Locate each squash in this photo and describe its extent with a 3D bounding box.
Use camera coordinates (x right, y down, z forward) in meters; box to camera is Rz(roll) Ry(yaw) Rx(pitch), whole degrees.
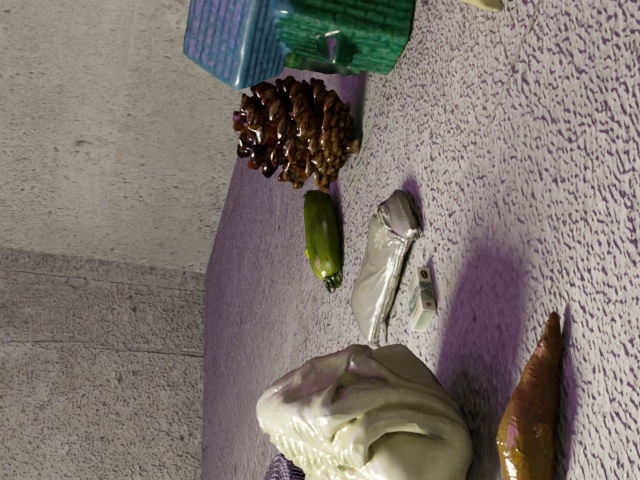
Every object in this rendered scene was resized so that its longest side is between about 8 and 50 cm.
[{"bbox_3d":[0.001,-0.021,2.202,0.080,0.071,0.318,-54,28,30],"label":"squash"}]

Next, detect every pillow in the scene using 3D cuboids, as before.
[{"bbox_3d":[0.098,0.043,1.771,0.169,0.059,0.255,-109,31,-58],"label":"pillow"}]

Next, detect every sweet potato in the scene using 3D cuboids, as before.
[{"bbox_3d":[0.220,0.184,1.135,0.068,0.068,0.226,151,127,-74],"label":"sweet potato"}]

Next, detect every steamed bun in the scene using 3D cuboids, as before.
[{"bbox_3d":[0.087,0.238,1.373,0.207,0.268,0.280,-48,17,-25],"label":"steamed bun"}]

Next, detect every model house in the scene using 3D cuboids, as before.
[{"bbox_3d":[-0.045,-0.420,1.955,0.342,0.382,0.334,-102,23,-61],"label":"model house"}]

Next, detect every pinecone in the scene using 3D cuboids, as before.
[{"bbox_3d":[-0.049,-0.219,2.148,0.224,0.273,0.224,-57,-21,-35],"label":"pinecone"}]

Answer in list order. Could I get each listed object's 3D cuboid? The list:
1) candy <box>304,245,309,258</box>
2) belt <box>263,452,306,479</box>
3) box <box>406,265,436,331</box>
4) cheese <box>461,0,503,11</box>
[{"bbox_3d":[0.000,0.000,2.298,0.123,0.035,0.035,-54,12,49],"label":"candy"},{"bbox_3d":[-0.056,0.540,1.996,0.325,0.122,0.260,-106,31,-63],"label":"belt"},{"bbox_3d":[0.149,0.087,1.597,0.054,0.024,0.083,113,161,-44],"label":"box"},{"bbox_3d":[0.130,-0.425,1.501,0.384,0.384,0.104,-109,37,-64],"label":"cheese"}]
